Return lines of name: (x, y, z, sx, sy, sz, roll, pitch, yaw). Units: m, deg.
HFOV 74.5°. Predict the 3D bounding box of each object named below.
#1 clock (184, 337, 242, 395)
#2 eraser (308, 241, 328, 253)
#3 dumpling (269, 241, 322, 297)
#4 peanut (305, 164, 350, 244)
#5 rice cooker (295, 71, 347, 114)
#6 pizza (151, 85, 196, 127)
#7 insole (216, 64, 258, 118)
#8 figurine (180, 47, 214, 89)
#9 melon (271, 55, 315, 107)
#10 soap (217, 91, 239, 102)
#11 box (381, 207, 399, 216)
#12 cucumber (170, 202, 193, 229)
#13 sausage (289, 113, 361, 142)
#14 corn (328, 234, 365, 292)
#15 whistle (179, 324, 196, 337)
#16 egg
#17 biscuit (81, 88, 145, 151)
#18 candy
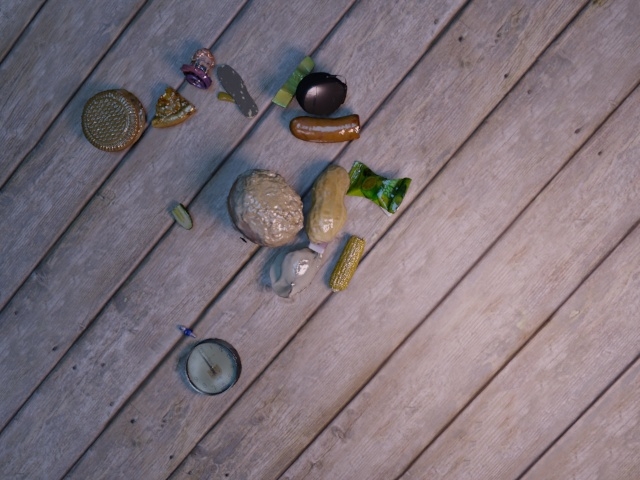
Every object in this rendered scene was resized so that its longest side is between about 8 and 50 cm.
clock: (-0.430, 0.507, 1.683, 0.226, 0.049, 0.225, 0, 93, 5)
eraser: (0.000, 0.000, 1.602, 0.065, 0.105, 0.026, 25, 133, 6)
dumpling: (-0.104, 0.096, 1.605, 0.173, 0.142, 0.247, 31, 75, 31)
peanut: (0.029, -0.137, 1.561, 0.149, 0.149, 0.313, 7, 74, 5)
rice cooker: (0.005, -0.542, 1.548, 0.203, 0.142, 0.118, -18, 52, -31)
pizza: (-0.586, -0.533, 1.662, 0.182, 0.062, 0.161, -8, 85, 7)
insole: (-0.325, -0.586, 1.652, 0.081, 0.011, 0.247, -31, 86, -8)
figurine: (-0.471, -0.667, 1.632, 0.114, 0.126, 0.156, -20, 59, 45)
melon: (-0.097, -0.596, 1.587, 0.064, 0.118, 0.209, 38, 107, -10)
soap: (-0.363, -0.565, 1.662, 0.089, 0.012, 0.034, 12, 90, 5)
box: (0.254, -0.138, 1.610, 0.054, 0.024, 0.083, -40, 87, 3)
cucumber: (-0.543, -0.092, 1.683, 0.067, 0.035, 0.107, -35, 89, 24)
sausage: (0.017, -0.421, 1.589, 0.271, 0.109, 0.108, 2, 92, 5)
corn: (0.101, 0.091, 1.605, 0.080, 0.080, 0.238, 24, 95, 4)
whistle: (-0.537, 0.370, 1.701, 0.083, 0.029, 0.033, 32, 131, 9)
egg: (-0.205, -0.120, 1.541, 0.279, 0.279, 0.310, -42, 84, 5)
biscuit: (-0.823, -0.479, 1.677, 0.259, 0.079, 0.259, 0, 92, 7)
candy: (0.207, -0.202, 1.583, 0.246, 0.069, 0.149, 26, 86, 22)
